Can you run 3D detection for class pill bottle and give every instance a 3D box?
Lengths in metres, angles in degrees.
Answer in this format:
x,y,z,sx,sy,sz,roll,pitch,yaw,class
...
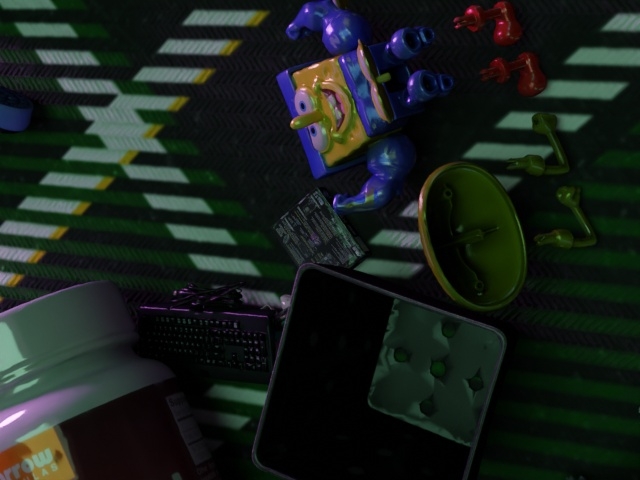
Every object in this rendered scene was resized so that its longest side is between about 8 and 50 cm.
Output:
x,y,z,sx,sy,sz,roll,pitch,yaw,class
-0.210,0.252,1.121,0.224,0.224,0.392,-29,82,24,pill bottle

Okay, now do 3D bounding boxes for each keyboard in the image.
x,y,z,sx,sy,sz,roll,pitch,yaw,class
-0.125,0.090,1.149,0.192,0.038,0.100,0,92,39,keyboard

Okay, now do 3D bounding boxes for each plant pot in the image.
x,y,z,sx,sy,sz,roll,pitch,yaw,class
0.076,0.126,1.011,0.188,0.167,0.188,19,103,22,plant pot

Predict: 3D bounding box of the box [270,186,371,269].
x,y,z,sx,sy,sz,roll,pitch,yaw,class
0.000,0.000,1.118,0.067,0.018,0.083,-41,77,22,box

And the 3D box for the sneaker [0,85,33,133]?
x,y,z,sx,sy,sz,roll,pitch,yaw,class
-0.413,-0.136,1.272,0.232,0.081,0.090,18,104,30,sneaker

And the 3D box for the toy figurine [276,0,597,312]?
x,y,z,sx,sy,sz,roll,pitch,yaw,class
0.066,-0.109,1.044,0.217,0.191,0.362,-20,93,55,toy figurine

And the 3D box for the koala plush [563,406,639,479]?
x,y,z,sx,sy,sz,roll,pitch,yaw,class
0.296,0.224,0.917,0.196,0.203,0.221,38,96,17,koala plush

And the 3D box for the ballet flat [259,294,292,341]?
x,y,z,sx,sy,sz,roll,pitch,yaw,class
-0.039,0.076,1.133,0.114,0.041,0.041,-29,82,23,ballet flat
